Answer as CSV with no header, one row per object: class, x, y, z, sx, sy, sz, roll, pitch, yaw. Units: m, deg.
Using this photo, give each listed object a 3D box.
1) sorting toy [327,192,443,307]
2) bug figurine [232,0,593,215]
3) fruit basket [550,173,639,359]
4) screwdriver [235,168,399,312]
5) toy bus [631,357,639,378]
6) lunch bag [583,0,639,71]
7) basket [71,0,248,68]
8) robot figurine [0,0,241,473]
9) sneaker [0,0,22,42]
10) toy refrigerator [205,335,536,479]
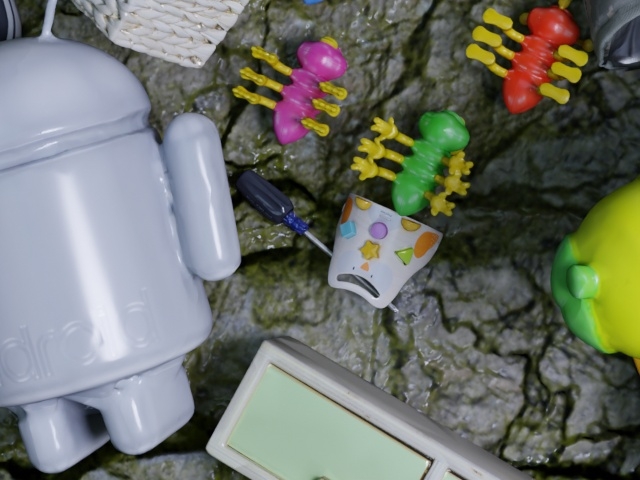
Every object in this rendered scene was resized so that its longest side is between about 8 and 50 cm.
sorting toy,0.042,0.011,1.557,0.083,0.045,0.075,24,91,13
bug figurine,0.064,-0.143,1.539,0.279,0.072,0.216,31,90,17
fruit basket,0.344,0.012,1.288,0.392,0.392,0.283,-26,122,12
screwdriver,0.000,0.000,1.582,0.170,0.024,0.025,37,127,9
toy bus,0.324,0.188,1.446,0.108,0.130,0.332,-23,85,12
lunch bag,0.290,-0.276,1.414,0.287,0.169,0.235,-27,66,45
basket,-0.139,-0.220,1.514,0.167,0.113,0.103,46,111,38
robot figurine,-0.204,-0.005,1.526,0.300,0.200,0.353,-16,94,14
sneaker,-0.353,-0.283,1.616,0.126,0.127,0.321,-31,81,13
toy refrigerator,0.055,0.185,1.531,0.269,0.094,0.102,30,96,11
